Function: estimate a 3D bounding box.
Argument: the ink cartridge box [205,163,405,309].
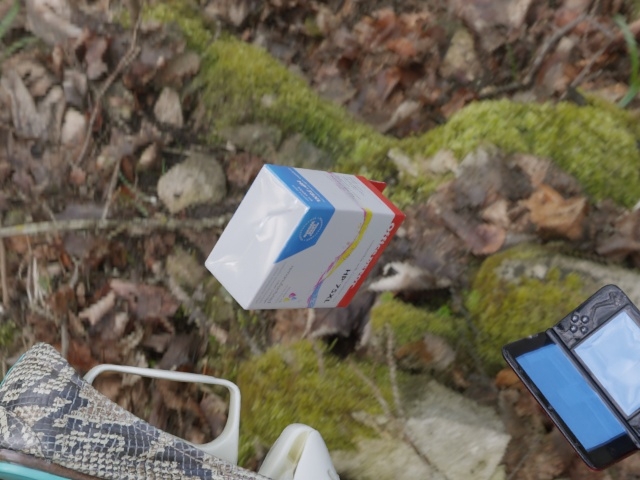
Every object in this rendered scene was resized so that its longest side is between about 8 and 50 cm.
[{"bbox_3d":[0.000,0.000,1.282,0.078,0.134,0.231,44,23,29],"label":"ink cartridge box"}]

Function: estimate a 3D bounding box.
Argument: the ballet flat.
[{"bbox_3d":[-0.104,0.237,1.217,0.482,0.164,0.182,27,66,-14],"label":"ballet flat"}]

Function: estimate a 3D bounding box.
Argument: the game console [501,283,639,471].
[{"bbox_3d":[0.262,0.122,1.091,0.124,0.085,0.144,-40,67,10],"label":"game console"}]
